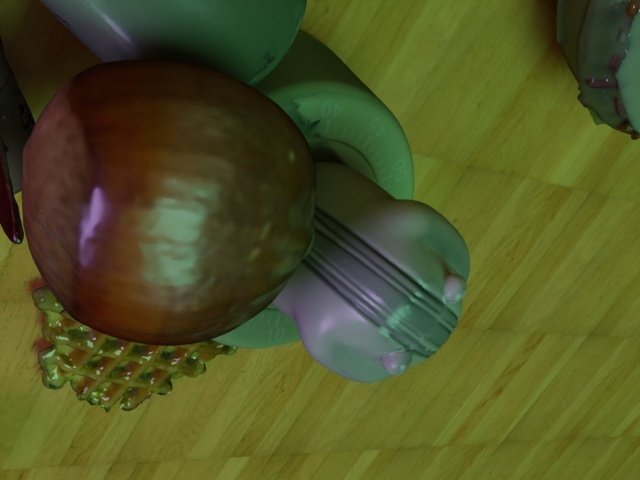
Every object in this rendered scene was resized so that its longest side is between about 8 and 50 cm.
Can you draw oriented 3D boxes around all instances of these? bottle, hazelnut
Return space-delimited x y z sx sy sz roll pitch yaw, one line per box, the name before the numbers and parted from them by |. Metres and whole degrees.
bottle | -0.275 -0.110 0.798 0.099 0.099 0.152 -25 134 -14
bottle | -0.154 -0.238 0.692 0.168 0.168 0.347 -41 140 6
hazelnut | -0.103 -0.021 0.722 0.214 0.176 0.214 1 140 1

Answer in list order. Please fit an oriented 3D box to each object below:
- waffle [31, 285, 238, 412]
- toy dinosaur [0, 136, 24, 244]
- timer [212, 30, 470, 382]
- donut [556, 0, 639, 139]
waffle | -0.182 0.085 1.103 0.243 0.059 0.238 -22 143 -14
toy dinosaur | -0.352 -0.092 0.678 0.206 0.113 0.327 -32 125 14
timer | 0.000 0.000 0.891 0.291 0.315 0.291 -19 127 -28
donut | 0.400 -0.278 1.086 0.382 0.142 0.382 -21 139 -19
